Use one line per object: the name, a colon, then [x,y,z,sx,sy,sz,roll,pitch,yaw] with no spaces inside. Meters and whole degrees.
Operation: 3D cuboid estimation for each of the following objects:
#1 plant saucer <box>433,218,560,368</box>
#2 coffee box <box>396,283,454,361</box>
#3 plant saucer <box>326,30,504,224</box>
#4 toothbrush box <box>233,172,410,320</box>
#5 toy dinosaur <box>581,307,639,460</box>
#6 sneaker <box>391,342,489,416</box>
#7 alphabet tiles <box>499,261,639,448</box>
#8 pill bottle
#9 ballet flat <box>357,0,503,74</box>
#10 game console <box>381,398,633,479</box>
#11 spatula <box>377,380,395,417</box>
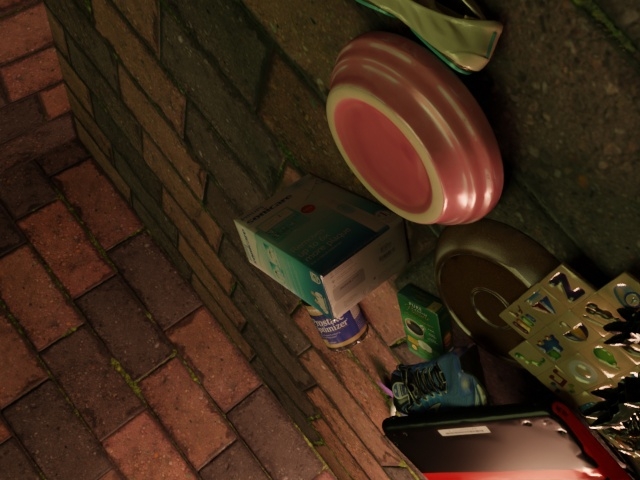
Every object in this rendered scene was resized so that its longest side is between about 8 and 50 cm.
plant saucer: [0.302,0.105,0.975,0.311,0.050,0.310,40,151,28]
coffee box: [0.227,0.187,1.223,0.113,0.040,0.184,26,144,45]
plant saucer: [0.120,-0.147,0.872,0.332,0.084,0.332,46,164,17]
toothbrush box: [0.000,0.000,1.181,0.296,0.216,0.126,30,146,45]
toy dinosaur: [0.457,0.189,0.691,0.218,0.164,0.322,32,127,-1]
sneaker: [0.219,0.292,1.113,0.330,0.147,0.129,104,164,-59]
alphabet tiles: [0.432,0.185,0.816,0.342,0.011,0.285,42,146,11]
pill bottle: [0.025,0.160,1.453,0.123,0.123,0.219,4,126,60]
ballet flat: [0.127,-0.309,0.738,0.248,0.086,0.086,43,153,21]
game console: [0.350,0.420,1.072,0.387,0.060,0.342,-25,112,44]
spatula: [0.213,0.497,1.661,0.084,0.030,0.296,33,149,41]
